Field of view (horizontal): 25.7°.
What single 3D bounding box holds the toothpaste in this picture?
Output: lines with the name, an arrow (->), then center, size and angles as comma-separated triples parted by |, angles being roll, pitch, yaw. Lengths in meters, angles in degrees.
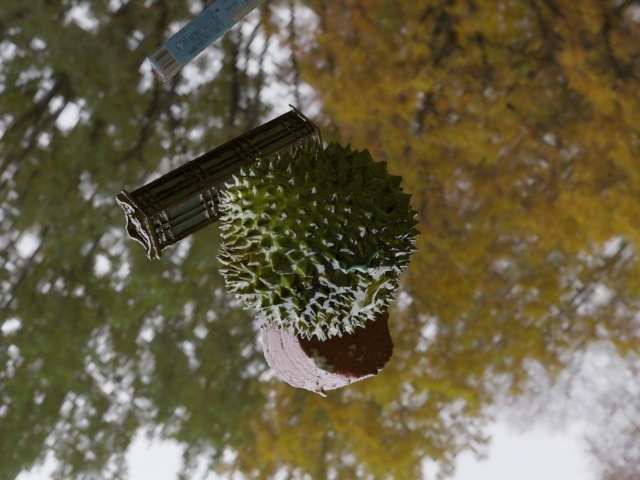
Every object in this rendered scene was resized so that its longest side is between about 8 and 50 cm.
toothpaste -> -0.158, -0.300, 1.968 | 0.044, 0.193, 0.070 | 51, 177, -10

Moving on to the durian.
durian -> 0.002, 0.000, 1.815 | 0.291, 0.291, 0.224 | 21, -178, -32

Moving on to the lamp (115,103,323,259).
lamp -> -0.149, -0.093, 2.167 | 0.325, 0.090, 0.089 | -30, -135, -18

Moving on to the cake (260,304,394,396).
cake -> 0.006, 0.114, 2.336 | 0.177, 0.151, 0.283 | 7, -108, -32
